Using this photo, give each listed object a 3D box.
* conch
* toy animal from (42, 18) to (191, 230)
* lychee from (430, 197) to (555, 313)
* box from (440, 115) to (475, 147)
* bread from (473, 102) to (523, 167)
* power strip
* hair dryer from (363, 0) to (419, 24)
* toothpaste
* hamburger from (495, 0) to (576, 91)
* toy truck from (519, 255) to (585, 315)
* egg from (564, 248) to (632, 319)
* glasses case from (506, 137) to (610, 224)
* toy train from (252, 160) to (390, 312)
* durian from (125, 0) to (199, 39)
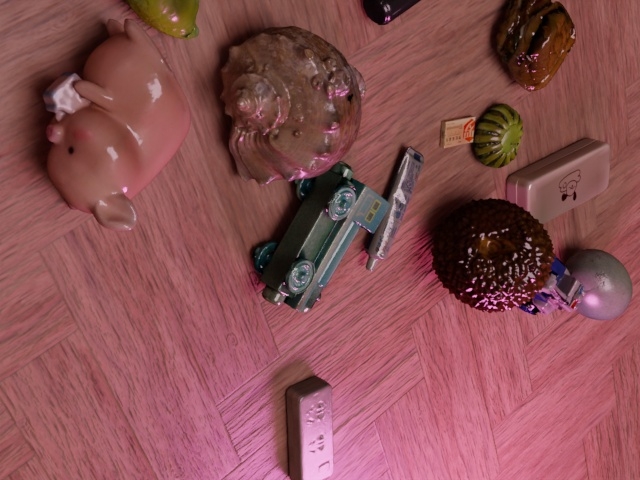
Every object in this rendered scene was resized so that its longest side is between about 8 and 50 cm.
[{"bbox_3d":[-0.021,-0.217,1.717,0.352,0.210,0.297,-3,124,-39],"label":"conch"},{"bbox_3d":[-0.313,-0.172,1.475,0.256,0.195,0.213,-49,125,-11],"label":"toy animal"},{"bbox_3d":[0.375,0.038,2.147,0.267,0.267,0.268,-18,119,-36],"label":"lychee"},{"bbox_3d":[0.295,-0.234,2.109,0.093,0.015,0.058,-14,115,-36],"label":"box"},{"bbox_3d":[0.398,-0.229,2.167,0.130,0.071,0.139,42,78,-39],"label":"bread"},{"bbox_3d":[-0.022,0.431,2.085,0.093,0.053,0.288,-20,119,-35],"label":"power strip"},{"bbox_3d":[0.108,-0.525,1.788,0.114,0.070,0.248,-40,126,-23],"label":"hair dryer"},{"bbox_3d":[0.150,-0.062,2.033,0.069,0.047,0.268,23,90,-26],"label":"toothpaste"},{"bbox_3d":[0.473,-0.428,2.110,0.206,0.130,0.183,35,86,-47],"label":"hamburger"},{"bbox_3d":[0.543,0.099,2.360,0.213,0.177,0.161,36,82,-44],"label":"toy truck"},{"bbox_3d":[0.708,0.114,2.517,0.236,0.169,0.169,36,83,-42],"label":"egg"},{"bbox_3d":[0.576,-0.139,2.361,0.312,0.070,0.131,-25,123,-32],"label":"glasses case"},{"bbox_3d":[0.000,0.000,1.878,0.194,0.120,0.298,32,88,-52],"label":"toy train"},{"bbox_3d":[-0.243,-0.416,1.493,0.139,0.101,0.250,-27,124,-32],"label":"durian"}]
